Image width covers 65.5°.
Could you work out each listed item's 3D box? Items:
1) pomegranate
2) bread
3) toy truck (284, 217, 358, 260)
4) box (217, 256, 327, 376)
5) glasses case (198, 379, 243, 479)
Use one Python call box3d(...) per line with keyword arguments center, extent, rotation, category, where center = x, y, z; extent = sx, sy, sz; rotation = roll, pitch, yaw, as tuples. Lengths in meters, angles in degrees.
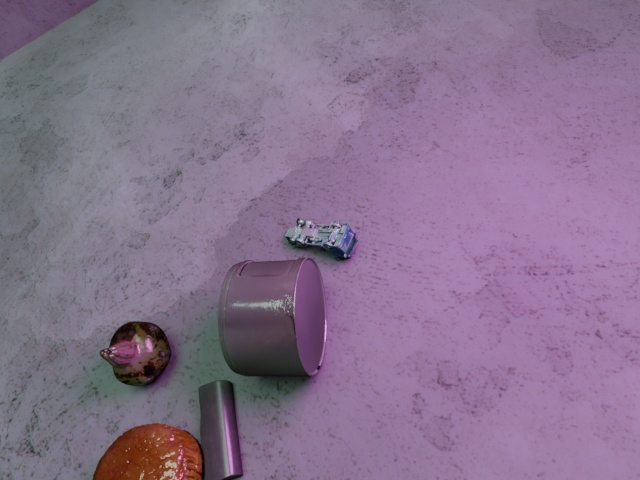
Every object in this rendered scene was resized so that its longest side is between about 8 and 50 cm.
box3d(center=(-0.401, 0.240, 1.052), extent=(0.125, 0.163, 0.138), rotation=(-21, 72, 35), category="pomegranate")
box3d(center=(-0.326, 0.443, 0.936), extent=(0.199, 0.104, 0.199), rotation=(-8, 56, 12), category="bread")
box3d(center=(0.000, 0.000, 1.135), extent=(0.175, 0.081, 0.067), rotation=(4, 59, 40), category="toy truck")
box3d(center=(-0.085, 0.148, 0.968), extent=(0.149, 0.226, 0.226), rotation=(-4, 59, 14), category="box")
box3d(center=(-0.201, 0.375, 0.981), extent=(0.072, 0.042, 0.191), rotation=(-22, 56, 12), category="glasses case")
